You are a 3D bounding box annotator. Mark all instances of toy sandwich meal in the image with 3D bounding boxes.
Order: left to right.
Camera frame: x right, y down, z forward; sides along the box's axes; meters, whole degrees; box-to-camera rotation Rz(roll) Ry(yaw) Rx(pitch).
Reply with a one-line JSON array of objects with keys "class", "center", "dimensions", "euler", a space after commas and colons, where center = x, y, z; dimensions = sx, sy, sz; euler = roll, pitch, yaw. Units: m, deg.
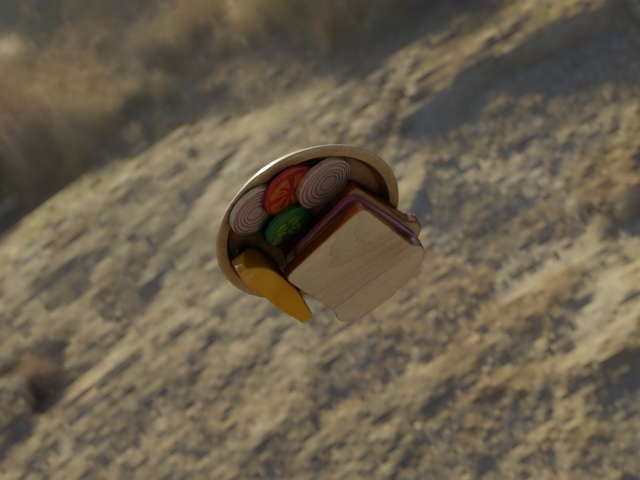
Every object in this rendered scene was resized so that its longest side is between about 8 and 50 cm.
[{"class": "toy sandwich meal", "center": [0.000, 0.000, 0.669], "dimensions": [0.086, 0.085, 0.029], "euler": [-33, 48, 1]}]
